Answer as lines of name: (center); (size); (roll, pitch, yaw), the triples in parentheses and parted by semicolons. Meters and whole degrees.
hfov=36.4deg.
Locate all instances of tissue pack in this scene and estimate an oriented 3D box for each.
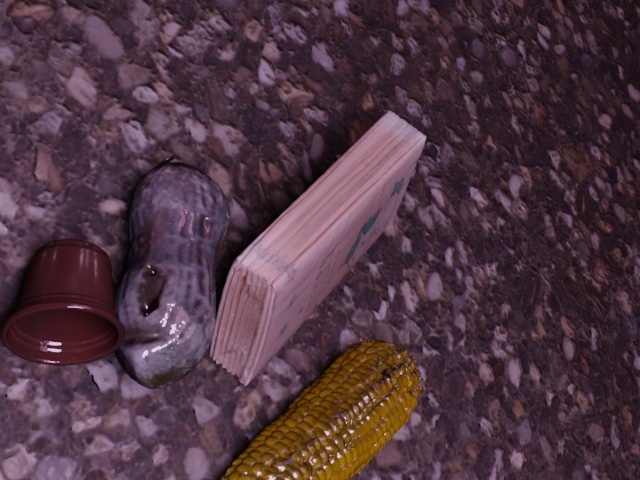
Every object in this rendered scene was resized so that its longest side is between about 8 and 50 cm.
tissue pack: (0.000, 0.000, 1.088); (0.071, 0.170, 0.325); (33, 47, 12)

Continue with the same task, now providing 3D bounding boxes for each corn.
corn: (0.012, 0.211, 1.062); (0.318, 0.115, 0.115); (-38, 102, -43)

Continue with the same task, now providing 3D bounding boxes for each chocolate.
chocolate: (-0.150, 0.031, 0.979); (0.110, 0.110, 0.248); (27, 59, -34)

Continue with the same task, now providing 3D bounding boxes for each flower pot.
flower pot: (-0.236, 0.052, 0.901); (0.111, 0.111, 0.089); (22, 47, -36)
